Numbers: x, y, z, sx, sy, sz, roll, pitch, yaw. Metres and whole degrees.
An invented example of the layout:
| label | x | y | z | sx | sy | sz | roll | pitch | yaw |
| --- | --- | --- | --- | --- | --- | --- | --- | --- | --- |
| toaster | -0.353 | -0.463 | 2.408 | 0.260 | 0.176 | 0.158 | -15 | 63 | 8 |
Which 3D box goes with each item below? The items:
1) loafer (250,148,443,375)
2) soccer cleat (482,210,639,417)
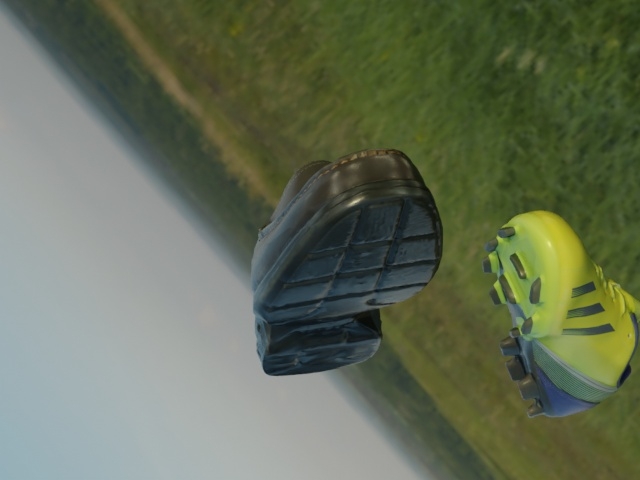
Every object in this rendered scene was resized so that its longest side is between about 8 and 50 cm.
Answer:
| label | x | y | z | sx | sy | sz | roll | pitch | yaw |
| --- | --- | --- | --- | --- | --- | --- | --- | --- | --- |
| loafer | 0.000 | 0.000 | 0.450 | 0.170 | 0.062 | 0.061 | 120 | 141 | -67 |
| soccer cleat | 0.205 | 0.052 | 1.029 | 0.289 | 0.121 | 0.093 | 70 | 179 | -57 |
